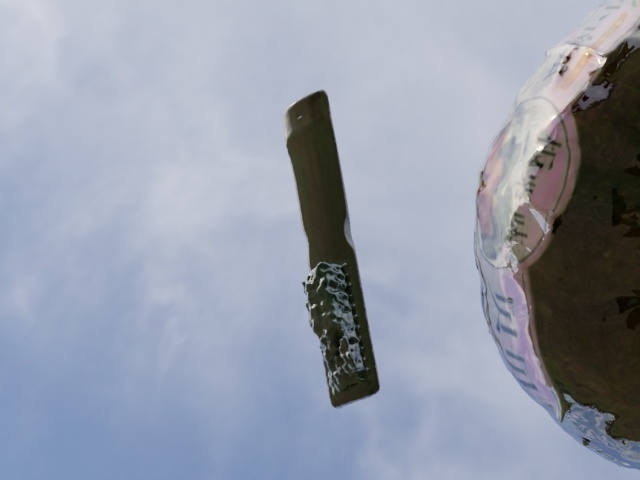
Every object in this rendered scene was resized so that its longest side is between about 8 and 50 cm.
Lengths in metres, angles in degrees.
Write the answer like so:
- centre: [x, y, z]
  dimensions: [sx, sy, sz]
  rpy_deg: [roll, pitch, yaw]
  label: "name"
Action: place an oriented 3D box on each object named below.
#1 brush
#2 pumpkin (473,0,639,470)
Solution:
- centre: [0.000, 0.000, 0.901]
  dimensions: [0.034, 0.027, 0.190]
  rpy_deg: [-23, -117, 30]
  label: "brush"
- centre: [0.202, -0.006, 0.698]
  dimensions: [0.260, 0.189, 0.260]
  rpy_deg: [-6, -74, -21]
  label: "pumpkin"
